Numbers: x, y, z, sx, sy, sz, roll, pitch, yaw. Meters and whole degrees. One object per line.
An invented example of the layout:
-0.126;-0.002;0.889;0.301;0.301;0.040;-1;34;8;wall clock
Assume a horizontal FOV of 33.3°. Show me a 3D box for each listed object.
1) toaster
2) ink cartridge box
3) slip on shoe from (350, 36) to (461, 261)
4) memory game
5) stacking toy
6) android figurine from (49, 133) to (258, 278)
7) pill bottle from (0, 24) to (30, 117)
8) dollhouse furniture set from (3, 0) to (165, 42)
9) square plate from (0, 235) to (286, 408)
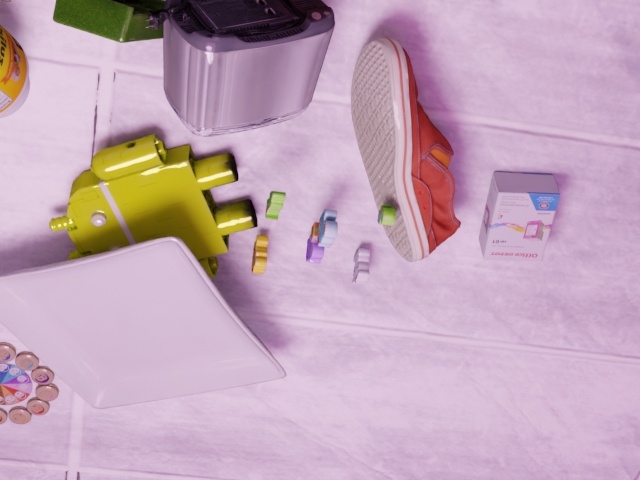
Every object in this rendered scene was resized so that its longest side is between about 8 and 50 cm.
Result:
-0.097;-0.215;1.256;0.227;0.129;0.146;-18;139;-28;toaster
0.278;-0.031;1.503;0.089;0.052;0.122;2;130;-5;ink cartridge box
0.117;-0.122;1.396;0.101;0.123;0.331;-28;128;-16;slip on shoe
-0.510;0.231;1.697;0.186;0.012;0.186;-2;129;-2;memory game
0.000;0.000;1.459;0.167;0.052;0.221;6;157;-9;stacking toy
-0.233;-0.034;1.473;0.273;0.056;0.248;-14;129;6;android figurine
-0.410;-0.208;1.226;0.117;0.117;0.215;-8;170;4;pill bottle
-0.308;-0.361;1.199;0.302;0.151;0.197;18;107;5;dollhouse furniture set
-0.271;0.120;1.552;0.344;0.049;0.347;-12;137;21;square plate
